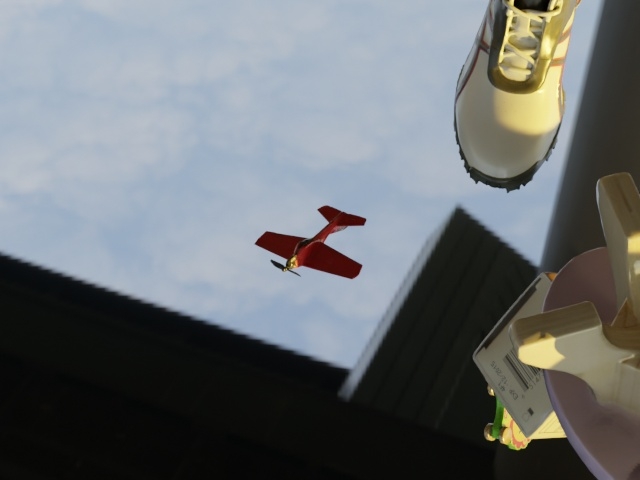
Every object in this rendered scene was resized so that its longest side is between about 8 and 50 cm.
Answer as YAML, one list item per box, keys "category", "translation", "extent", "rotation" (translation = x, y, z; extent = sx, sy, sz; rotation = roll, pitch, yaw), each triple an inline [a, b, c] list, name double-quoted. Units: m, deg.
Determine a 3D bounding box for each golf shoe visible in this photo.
- category: "golf shoe"
  translation: [0.180, -0.184, 1.237]
  extent: [0.105, 0.120, 0.273]
  rotation: [12, -97, 13]

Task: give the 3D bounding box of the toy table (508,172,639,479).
- category: "toy table"
  translation: [0.277, 0.083, 1.117]
  extent: [0.252, 0.161, 0.274]
  rotation: [-24, -125, -10]

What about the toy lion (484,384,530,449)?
- category: "toy lion"
  translation: [0.267, 0.239, 1.860]
  extent: [0.034, 0.100, 0.096]
  rotation: [6, -177, 41]

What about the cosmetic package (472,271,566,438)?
- category: "cosmetic package"
  translation: [0.342, 0.133, 1.562]
  extent: [0.296, 0.153, 0.129]
  rotation: [6, -140, -42]

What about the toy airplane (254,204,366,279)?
- category: "toy airplane"
  translation: [0.000, 0.000, 1.632]
  extent: [0.151, 0.028, 0.151]
  rotation: [-2, -147, 1]
